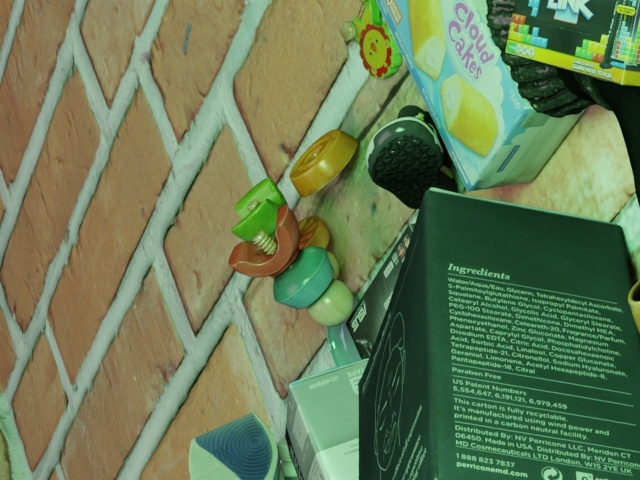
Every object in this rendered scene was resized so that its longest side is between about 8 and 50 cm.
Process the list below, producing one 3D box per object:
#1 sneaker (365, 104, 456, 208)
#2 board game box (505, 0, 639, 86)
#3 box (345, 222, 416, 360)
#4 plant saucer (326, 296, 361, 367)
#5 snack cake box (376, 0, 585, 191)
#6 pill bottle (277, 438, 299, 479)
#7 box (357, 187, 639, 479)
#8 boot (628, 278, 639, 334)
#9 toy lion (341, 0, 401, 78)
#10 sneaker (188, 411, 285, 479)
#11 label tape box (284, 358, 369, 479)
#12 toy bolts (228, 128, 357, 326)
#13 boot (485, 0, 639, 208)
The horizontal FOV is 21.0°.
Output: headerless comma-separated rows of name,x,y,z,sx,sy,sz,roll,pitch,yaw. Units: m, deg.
sneaker,0.093,-0.107,1.916,0.234,0.084,0.097,55,-158,-71
board game box,0.237,-0.214,1.486,0.170,0.048,0.141,26,110,57
box,0.121,0.112,2.050,0.183,0.056,0.231,68,150,26
plant saucer,0.045,0.124,2.237,0.119,0.021,0.119,27,122,57
snack cake box,0.168,-0.204,1.826,0.264,0.089,0.152,67,150,26
pill bottle,-0.019,0.340,2.365,0.078,0.078,0.137,0,98,63
box,0.167,0.197,1.659,0.395,0.212,0.293,-89,11,-49
boot,0.313,0.101,1.432,0.096,0.264,0.280,-10,112,29
toy lion,0.069,-0.248,2.073,0.096,0.034,0.100,54,143,30
sneaker,-0.076,0.399,2.273,0.182,0.127,0.315,84,162,-49
label tape box,0.062,0.348,2.099,0.249,0.115,0.347,98,155,-68
toy bolts,0.000,0.000,2.171,0.218,0.158,0.228,-39,18,21
boot,0.277,-0.131,1.585,0.260,0.131,0.348,-15,74,56
